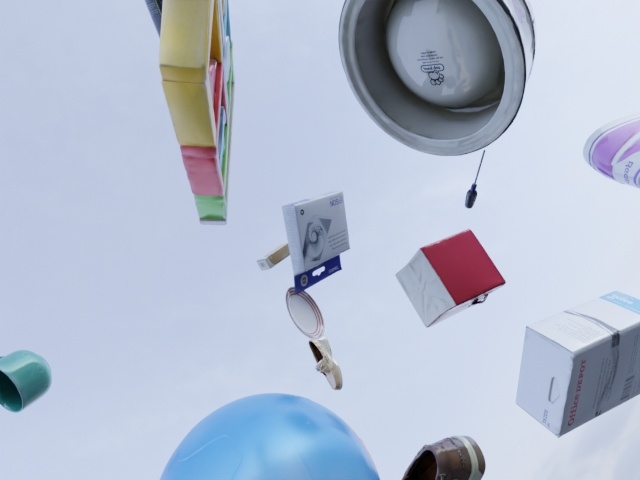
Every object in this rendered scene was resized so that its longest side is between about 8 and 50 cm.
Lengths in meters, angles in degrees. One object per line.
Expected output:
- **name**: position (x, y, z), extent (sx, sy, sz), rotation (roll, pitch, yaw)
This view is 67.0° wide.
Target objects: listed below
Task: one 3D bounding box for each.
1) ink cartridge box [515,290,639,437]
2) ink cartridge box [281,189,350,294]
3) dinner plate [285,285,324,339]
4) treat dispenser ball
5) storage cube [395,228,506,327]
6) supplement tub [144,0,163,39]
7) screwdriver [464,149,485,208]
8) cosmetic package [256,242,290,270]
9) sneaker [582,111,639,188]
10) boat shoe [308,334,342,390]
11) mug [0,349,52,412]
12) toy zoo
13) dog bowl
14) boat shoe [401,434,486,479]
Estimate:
- **ink cartridge box**: position (0.609, 0.270, 1.096), extent (0.308, 0.129, 0.222), rotation (-14, -65, -23)
- **ink cartridge box**: position (0.000, 0.000, 1.220), extent (0.223, 0.045, 0.223), rotation (-25, -69, -53)
- **dinner plate**: position (-0.040, 0.174, 1.156), extent (0.017, 0.141, 0.141), rotation (-34, -42, 22)
- **treat dispenser ball**: position (-0.062, 0.340, 0.600), extent (0.289, 0.288, 0.287), rotation (-18, -56, -29)
- **storage cube**: position (0.366, 0.108, 1.395), extent (0.193, 0.214, 0.183), rotation (-19, -21, -27)
- **supplement tub**: position (-0.296, -0.490, 0.981), extent (0.117, 0.117, 0.190), rotation (-29, -59, -22)
- **screwdriver**: position (0.335, -0.132, 1.041), extent (0.169, 0.024, 0.025), rotation (88, -161, -47)
- **cosmetic package**: position (-0.154, 0.055, 1.632), extent (0.115, 0.060, 0.041), rotation (-36, -76, -39)
- **sneaker**: position (0.521, -0.141, 0.627), extent (0.282, 0.161, 0.102), rotation (-28, -66, 9)
- **boat shoe**: position (0.010, 0.359, 1.405), extent (0.059, 0.170, 0.063), rotation (-3, -38, -33)
- **mug**: position (-0.718, 0.316, 1.152), extent (0.129, 0.157, 0.097), rotation (-40, -1, 33)
- **toy zoo**: position (-0.097, -0.156, 0.412), extent (0.030, 0.192, 0.293), rotation (2, -20, -7)
- **dog bowl**: position (0.240, -0.381, 0.977), extent (0.150, 0.408, 0.407), rotation (-46, -45, -28)
- **boat shoe**: position (0.146, 0.395, 0.744), extent (0.095, 0.095, 0.257), rotation (8, -64, -28)
